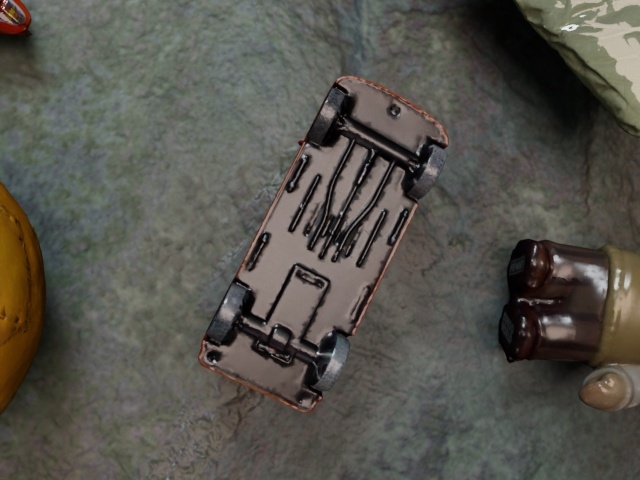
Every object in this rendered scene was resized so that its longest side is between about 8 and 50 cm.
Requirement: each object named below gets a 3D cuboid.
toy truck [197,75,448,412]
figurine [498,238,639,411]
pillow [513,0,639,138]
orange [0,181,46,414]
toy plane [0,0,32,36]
[{"bbox_3d":[0.000,0.000,0.460,0.107,0.114,0.253,27,86,-7],"label":"toy truck"},{"bbox_3d":[0.359,0.070,0.475,0.364,0.206,0.218,11,73,-8],"label":"figurine"},{"bbox_3d":[0.283,-0.266,0.475,0.280,0.076,0.274,-42,85,-2],"label":"pillow"},{"bbox_3d":[-0.305,0.038,0.344,0.245,0.246,0.247,0,89,-10],"label":"orange"},{"bbox_3d":[-0.320,-0.214,0.432,0.194,0.077,0.126,12,83,-2],"label":"toy plane"}]
